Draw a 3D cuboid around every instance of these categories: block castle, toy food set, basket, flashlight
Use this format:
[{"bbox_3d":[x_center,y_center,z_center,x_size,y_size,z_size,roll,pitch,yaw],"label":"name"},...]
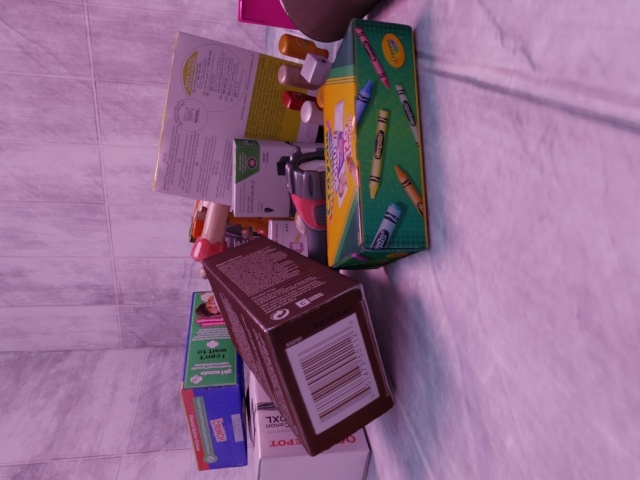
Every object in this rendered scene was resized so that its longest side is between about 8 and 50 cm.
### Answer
[{"bbox_3d":[-0.215,-0.030,1.311,0.453,0.303,0.212,-130,55,-68],"label":"block castle"},{"bbox_3d":[-0.001,-0.293,0.871,0.232,0.105,0.111,56,134,39],"label":"toy food set"},{"bbox_3d":[0.031,-0.380,0.608,0.227,0.154,0.204,-129,26,-66],"label":"basket"},{"bbox_3d":[0.000,0.000,0.787,0.103,0.103,0.304,22,132,30],"label":"flashlight"}]

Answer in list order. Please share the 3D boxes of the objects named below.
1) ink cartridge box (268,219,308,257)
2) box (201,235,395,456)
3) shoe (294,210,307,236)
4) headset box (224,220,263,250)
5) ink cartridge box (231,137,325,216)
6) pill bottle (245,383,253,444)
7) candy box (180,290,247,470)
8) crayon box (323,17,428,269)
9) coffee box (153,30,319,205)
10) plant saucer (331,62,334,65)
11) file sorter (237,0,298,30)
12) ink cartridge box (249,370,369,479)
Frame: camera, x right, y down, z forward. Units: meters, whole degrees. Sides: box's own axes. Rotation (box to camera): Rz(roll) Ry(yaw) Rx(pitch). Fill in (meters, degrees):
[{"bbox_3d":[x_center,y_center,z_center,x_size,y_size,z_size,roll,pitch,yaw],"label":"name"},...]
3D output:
[{"bbox_3d":[-0.059,-0.003,1.067,0.052,0.123,0.088,-156,66,-78],"label":"ink cartridge box"},{"bbox_3d":[-0.059,0.128,0.717,0.381,0.143,0.191,20,130,61],"label":"box"},{"bbox_3d":[0.001,-0.049,0.893,0.219,0.077,0.058,124,133,-63],"label":"shoe"},{"bbox_3d":[-0.283,0.018,1.732,0.218,0.293,0.110,-105,19,-55],"label":"headset box"},{"bbox_3d":[-0.080,-0.130,0.973,0.087,0.209,0.153,-124,35,-65],"label":"ink cartridge box"},{"bbox_3d":[-0.086,0.406,1.067,0.301,0.169,0.169,173,98,-78],"label":"pill bottle"},{"bbox_3d":[-0.240,0.316,1.077,0.317,0.122,0.268,-111,19,-57],"label":"candy box"},{"bbox_3d":[0.061,-0.109,0.595,0.165,0.081,0.278,136,133,-74],"label":"crayon box"},{"bbox_3d":[-0.201,-0.281,1.135,0.337,0.335,0.338,-124,45,-70],"label":"coffee box"},{"bbox_3d":[0.044,-0.292,0.849,0.192,0.018,0.067,-115,28,-66],"label":"plant saucer"},{"bbox_3d":[-0.033,-0.551,0.800,0.290,0.202,0.182,112,159,-61],"label":"file sorter"},{"bbox_3d":[-0.031,0.303,0.792,0.237,0.172,0.100,-111,25,-60],"label":"ink cartridge box"}]
